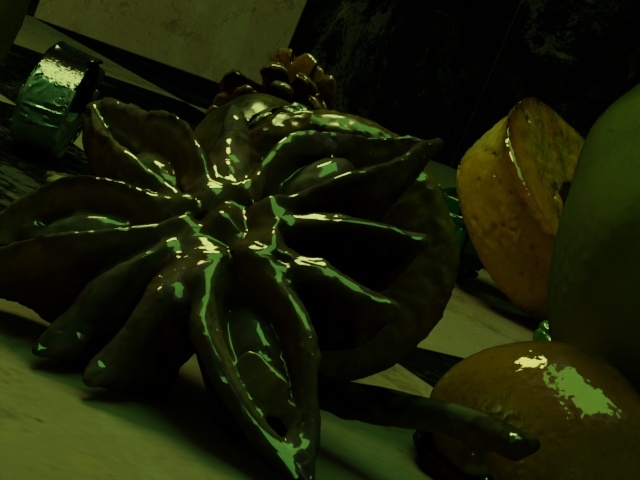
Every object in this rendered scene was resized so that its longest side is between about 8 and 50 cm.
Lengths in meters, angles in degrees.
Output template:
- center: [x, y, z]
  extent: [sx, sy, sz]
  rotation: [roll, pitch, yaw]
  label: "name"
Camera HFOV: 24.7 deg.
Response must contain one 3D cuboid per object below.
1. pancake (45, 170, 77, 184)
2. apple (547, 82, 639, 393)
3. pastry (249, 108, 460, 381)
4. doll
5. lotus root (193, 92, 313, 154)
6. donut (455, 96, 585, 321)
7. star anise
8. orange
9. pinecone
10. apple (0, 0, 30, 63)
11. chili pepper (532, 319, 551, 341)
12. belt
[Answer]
- center: [-0.163, -0.024, 1.258]
  extent: [0.158, 0.028, 0.158]
  rotation: [23, 5, -2]
  label: "pancake"
- center: [0.329, 0.027, 1.004]
  extent: [0.357, 0.357, 0.357]
  rotation: [22, 8, -3]
  label: "apple"
- center: [0.000, 0.000, 0.991]
  extent: [0.189, 0.188, 0.103]
  rotation: [23, 3, 0]
  label: "pastry"
- center: [0.186, -0.005, 1.801]
  extent: [0.186, 0.106, 0.134]
  rotation: [16, 4, -45]
  label: "doll"
- center: [-0.036, -0.043, 1.194]
  extent: [0.173, 0.173, 0.309]
  rotation: [24, -4, 7]
  label: "lotus root"
- center: [0.268, -0.020, 1.727]
  extent: [0.303, 0.110, 0.303]
  rotation: [40, 35, -35]
  label: "donut"
- center: [-0.048, 0.023, 0.839]
  extent: [0.350, 0.292, 0.109]
  rotation: [5, -38, 4]
  label: "star anise"
- center: [0.145, 0.119, 0.893]
  extent: [0.170, 0.112, 0.160]
  rotation: [10, 10, -6]
  label: "orange"
- center: [-0.058, -0.123, 1.690]
  extent: [0.150, 0.179, 0.195]
  rotation: [10, 33, 0]
  label: "pinecone"
- center: [-0.341, -0.196, 1.063]
  extent: [0.279, 0.279, 0.279]
  rotation: [22, 8, -3]
  label: "apple"
- center: [0.255, 0.121, 1.360]
  extent: [0.073, 0.050, 0.182]
  rotation: [13, 10, -15]
  label: "chili pepper"
- center: [-0.260, -0.137, 1.433]
  extent: [0.058, 0.105, 0.140]
  rotation: [22, 25, -1]
  label: "belt"
